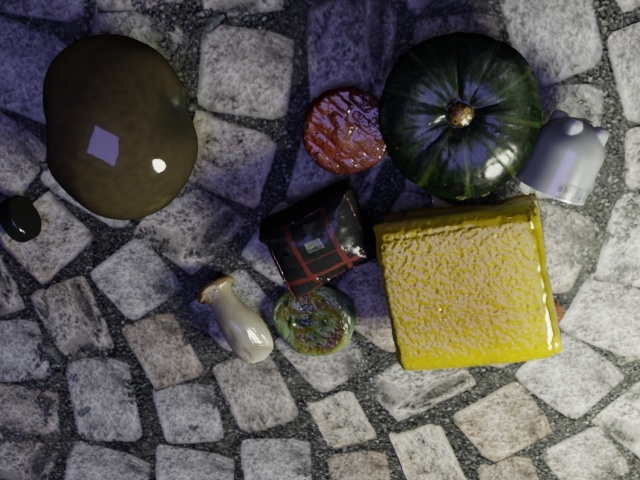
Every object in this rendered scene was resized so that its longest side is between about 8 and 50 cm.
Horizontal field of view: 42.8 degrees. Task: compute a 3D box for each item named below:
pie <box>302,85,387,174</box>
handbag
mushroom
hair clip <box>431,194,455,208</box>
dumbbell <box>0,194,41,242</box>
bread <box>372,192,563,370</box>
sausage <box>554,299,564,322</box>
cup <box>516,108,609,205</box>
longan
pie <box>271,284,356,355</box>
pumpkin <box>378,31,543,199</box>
[{"bbox_3d":[0.051,-0.214,1.604,0.182,0.049,0.182,3,115,6],"label":"pie"},{"bbox_3d":[0.000,0.000,1.646,0.215,0.155,0.169,-26,116,14],"label":"handbag"},{"bbox_3d":[-0.184,0.174,1.783,0.212,0.088,0.097,52,142,-10],"label":"mushroom"},{"bbox_3d":[0.303,-0.013,1.674,0.072,0.034,0.226,-30,106,14],"label":"hair clip"},{"bbox_3d":[-0.701,-0.017,1.745,0.191,0.100,0.100,-24,109,16],"label":"dumbbell"},{"bbox_3d":[0.291,0.089,1.608,0.333,0.143,0.324,-7,104,14],"label":"bread"},{"bbox_3d":[0.413,0.167,1.719,0.194,0.077,0.077,-14,112,13],"label":"sausage"},{"bbox_3d":[0.465,-0.153,1.507,0.173,0.134,0.142,9,111,-32],"label":"cup"},{"bbox_3d":[-0.381,-0.208,1.534,0.288,0.288,0.350,-5,105,8],"label":"longan"},{"bbox_3d":[-0.015,0.174,1.787,0.187,0.041,0.187,3,115,6],"label":"pie"},{"bbox_3d":[0.252,-0.225,1.491,0.300,0.207,0.300,0,95,3],"label":"pumpkin"}]
